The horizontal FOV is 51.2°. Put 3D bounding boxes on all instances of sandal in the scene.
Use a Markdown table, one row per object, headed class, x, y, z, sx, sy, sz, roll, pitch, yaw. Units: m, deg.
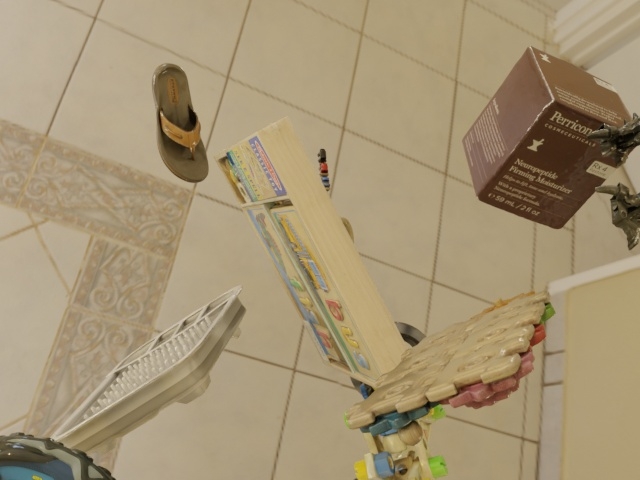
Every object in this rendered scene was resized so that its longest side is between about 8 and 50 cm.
| class | x | y | z | sx | sy | sz | roll | pitch | yaw |
| --- | --- | --- | --- | --- | --- | --- | --- | --- | --- |
| sandal | -0.247 | -0.212 | 1.201 | 0.090 | 0.060 | 0.219 | -11 | 97 | -35 |

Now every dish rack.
| class | x | y | z | sx | sy | sz | roll | pitch | yaw |
| --- | --- | --- | --- | --- | --- | --- | --- | --- | --- |
| dish rack | -0.247 | 0.207 | 1.059 | 0.286 | 0.333 | 0.072 | -32 | 98 | 13 |

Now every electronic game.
| class | x | y | z | sx | sy | sz | roll | pitch | yaw |
| --- | --- | --- | --- | --- | --- | --- | --- | --- | --- |
| electronic game | 0.186 | 0.322 | 1.746 | 0.230 | 0.048 | 0.229 | -1 | 101 | -5 |

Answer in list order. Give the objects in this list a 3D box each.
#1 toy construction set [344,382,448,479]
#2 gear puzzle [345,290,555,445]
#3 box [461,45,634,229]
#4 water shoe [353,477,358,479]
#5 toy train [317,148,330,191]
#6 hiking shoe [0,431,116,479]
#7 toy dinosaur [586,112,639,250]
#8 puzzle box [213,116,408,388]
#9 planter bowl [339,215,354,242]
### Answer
| class | x | y | z | sx | sy | sz | roll | pitch | yaw |
| --- | --- | --- | --- | --- | --- | --- | --- | --- | --- |
| toy construction set | 0.136 | 0.318 | 1.064 | 0.151 | 0.327 | 0.214 | -17 | 65 | 4 |
| gear puzzle | 0.156 | 0.115 | 0.683 | 0.044 | 0.176 | 0.339 | 64 | 27 | 2 |
| box | 0.358 | -0.160 | 1.069 | 0.169 | 0.203 | 0.167 | 18 | 41 | -15 |
| water shoe | 0.150 | 0.585 | 1.580 | 0.203 | 0.073 | 0.080 | 10 | 41 | -43 |
| toy train | 0.011 | -0.199 | 1.893 | 0.027 | 0.036 | 0.158 | 2 | 53 | -11 |
| hiking shoe | -0.290 | 0.352 | 0.790 | 0.304 | 0.113 | 0.132 | 41 | 38 | -6 |
| toy dinosaur | 0.455 | -0.111 | 0.803 | 0.322 | 0.219 | 0.164 | 44 | 47 | -32 |
| puzzle box | -0.016 | 0.028 | 1.001 | 0.052 | 0.272 | 0.408 | -31 | 100 | -19 |
| planter bowl | 0.000 | 0.000 | 1.364 | 0.162 | 0.109 | 0.161 | 1 | 89 | -59 |
